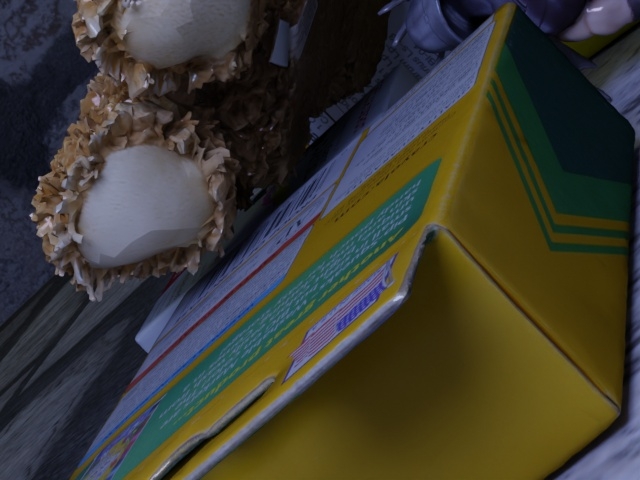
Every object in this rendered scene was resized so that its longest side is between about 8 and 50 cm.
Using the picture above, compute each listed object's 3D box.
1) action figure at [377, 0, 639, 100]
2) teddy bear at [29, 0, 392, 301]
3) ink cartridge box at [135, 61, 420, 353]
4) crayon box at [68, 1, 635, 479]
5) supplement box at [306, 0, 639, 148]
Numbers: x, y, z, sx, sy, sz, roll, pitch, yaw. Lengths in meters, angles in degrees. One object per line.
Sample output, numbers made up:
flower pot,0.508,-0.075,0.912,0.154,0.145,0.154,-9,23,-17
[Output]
action figure,0.132,-0.176,0.816,0.285,0.185,0.099,-42,37,27
teddy bear,-0.054,-0.097,0.844,0.338,0.113,0.245,-63,-19,-53
ink cartridge box,0.000,0.000,0.944,0.175,0.072,0.127,-42,8,16
crayon box,0.007,0.046,0.637,0.203,0.083,0.323,-42,8,22
supplement box,0.093,-0.199,1.064,0.356,0.194,0.195,-35,12,48
